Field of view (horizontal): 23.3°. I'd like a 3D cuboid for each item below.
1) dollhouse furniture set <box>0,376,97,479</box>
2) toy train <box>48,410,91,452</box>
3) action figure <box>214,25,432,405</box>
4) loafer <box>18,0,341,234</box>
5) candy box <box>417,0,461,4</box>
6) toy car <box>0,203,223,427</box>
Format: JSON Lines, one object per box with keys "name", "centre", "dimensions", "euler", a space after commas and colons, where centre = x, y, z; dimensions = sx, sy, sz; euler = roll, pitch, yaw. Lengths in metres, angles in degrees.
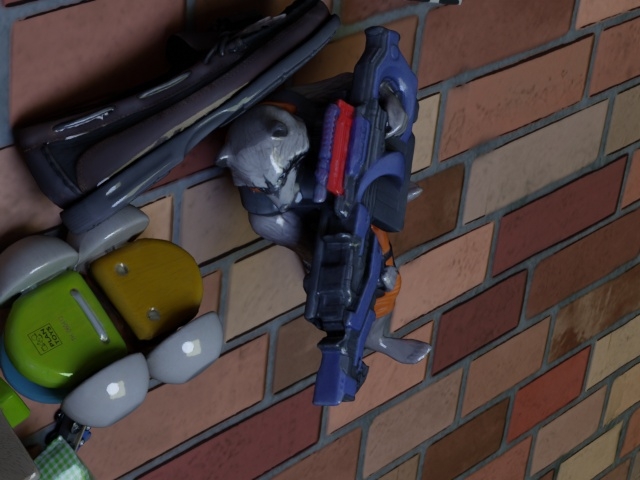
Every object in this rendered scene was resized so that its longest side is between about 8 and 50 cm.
{"name": "dollhouse furniture set", "centre": [-0.251, 0.264, 1.229], "dimensions": [0.198, 0.151, 0.301], "euler": [-35, 141, -9]}
{"name": "toy train", "centre": [-0.235, 0.213, 1.368], "dimensions": [0.036, 0.027, 0.158], "euler": [7, 108, -58]}
{"name": "action figure", "centre": [0.000, 0.000, 1.383], "dimensions": [0.330, 0.179, 0.341], "euler": [49, 47, -54]}
{"name": "loafer", "centre": [-0.107, -0.126, 1.235], "dimensions": [0.302, 0.109, 0.095], "euler": [-42, 99, -29]}
{"name": "candy box", "centre": [0.055, -0.295, 1.350], "dimensions": [0.233, 0.071, 0.159], "euler": [-5, 116, -51]}
{"name": "toy car", "centre": [-0.183, 0.070, 1.255], "dimensions": [0.182, 0.159, 0.136], "euler": [-29, 171, -40]}
